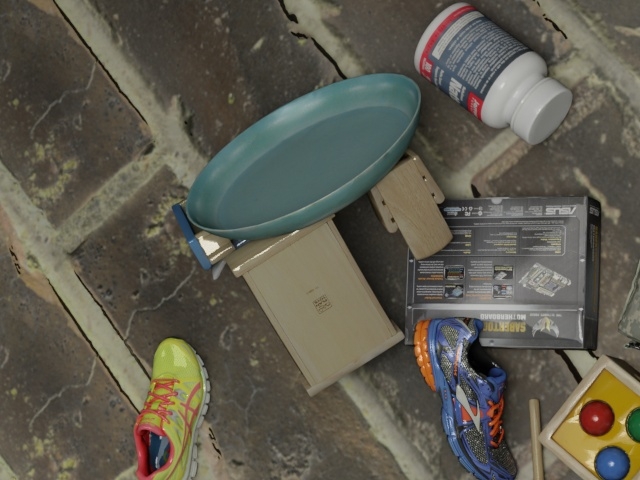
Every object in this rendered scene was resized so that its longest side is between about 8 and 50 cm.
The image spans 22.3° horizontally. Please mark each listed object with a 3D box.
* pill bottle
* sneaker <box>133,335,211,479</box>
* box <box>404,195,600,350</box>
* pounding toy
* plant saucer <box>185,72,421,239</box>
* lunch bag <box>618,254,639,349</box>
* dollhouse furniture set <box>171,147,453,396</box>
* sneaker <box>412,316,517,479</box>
[{"bbox_3d":[0.211,-0.199,1.974,0.180,0.108,0.108,40,100,25],"label":"pill bottle"},{"bbox_3d":[-0.200,0.227,2.118,0.081,0.094,0.209,-4,80,27],"label":"sneaker"},{"bbox_3d":[0.219,0.040,1.965,0.231,0.056,0.183,-1,83,26],"label":"box"},{"bbox_3d":[0.300,0.235,1.877,0.181,0.094,0.206,41,100,24],"label":"pounding toy"},{"bbox_3d":[-0.014,-0.095,1.957,0.317,0.317,0.044,-20,117,22],"label":"plant saucer"},{"bbox_3d":[0.460,0.002,1.682,0.256,0.212,0.305,18,102,22],"label":"lunch bag"},{"bbox_3d":[0.000,0.000,2.049,0.286,0.198,0.303,-32,26,-3],"label":"dollhouse furniture set"},{"bbox_3d":[0.184,0.189,1.917,0.087,0.083,0.221,-20,100,25],"label":"sneaker"}]
